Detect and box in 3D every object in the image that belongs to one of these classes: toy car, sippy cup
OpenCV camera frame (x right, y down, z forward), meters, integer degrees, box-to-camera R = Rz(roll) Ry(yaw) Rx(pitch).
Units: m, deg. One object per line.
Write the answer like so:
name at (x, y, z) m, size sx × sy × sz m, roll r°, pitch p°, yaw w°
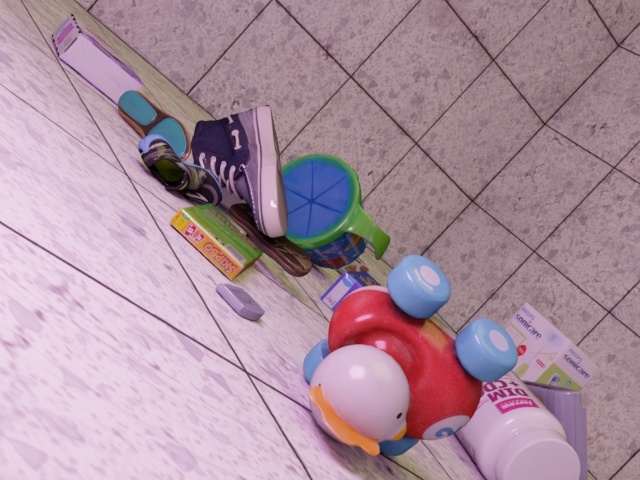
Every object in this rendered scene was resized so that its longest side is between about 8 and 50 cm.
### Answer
toy car at (0.072, 0.178, 1.062) m, size 0.210 × 0.219 × 0.238 m, roll 44°, pitch 34°, yaw 0°
sippy cup at (0.008, -0.049, 2.162) m, size 0.305 × 0.240 × 0.224 m, roll 66°, pitch 5°, yaw 31°

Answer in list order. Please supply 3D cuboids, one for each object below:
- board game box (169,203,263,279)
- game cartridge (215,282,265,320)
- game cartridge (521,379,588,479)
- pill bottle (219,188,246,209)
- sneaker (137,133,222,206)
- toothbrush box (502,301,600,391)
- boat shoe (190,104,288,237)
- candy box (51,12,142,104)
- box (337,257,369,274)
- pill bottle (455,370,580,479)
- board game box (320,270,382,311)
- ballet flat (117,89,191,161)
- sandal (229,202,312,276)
board game box at (-0.155, -0.004, 1.445) m, size 0.124 × 0.039 × 0.259 m, roll 43°, pitch 8°, yaw 0°
game cartridge at (-0.104, 0.082, 1.227) m, size 0.056 × 0.017 × 0.083 m, roll 41°, pitch 4°, yaw 19°
game cartridge at (0.415, 0.371, 1.755) m, size 0.062 × 0.198 × 0.297 m, roll 5°, pitch -5°, yaw -11°
pill bottle at (-0.162, -0.121, 1.894) m, size 0.121 × 0.121 × 0.216 m, roll 42°, pitch 5°, yaw -7°
sneaker at (-0.238, -0.103, 1.564) m, size 0.188 × 0.067 × 0.078 m, roll 40°, pitch 26°, yaw -45°
toothbrush box at (0.448, 0.313, 2.081) m, size 0.122 × 0.283 × 0.206 m, roll 41°, pitch 6°, yaw -27°
boat shoe at (-0.150, -0.116, 1.677) m, size 0.340 × 0.158 × 0.127 m, roll -99°, pitch 178°, yaw -52°
candy box at (-0.472, -0.380, 1.944) m, size 0.165 × 0.070 × 0.196 m, roll 40°, pitch 6°, yaw -32°
box at (0.000, 0.000, 2.483) m, size 0.324 × 0.063 × 0.067 m, roll 40°, pitch 4°, yaw -29°
pill bottle at (0.333, 0.341, 1.628) m, size 0.160 × 0.160 × 0.283 m, roll 41°, pitch 5°, yaw -20°
board game box at (0.135, 0.172, 1.990) m, size 0.233 × 0.078 × 0.347 m, roll 43°, pitch 5°, yaw 9°
ballet flat at (-0.309, -0.211, 1.789) m, size 0.232 × 0.080 × 0.073 m, roll 47°, pitch -7°, yaw 32°
sandal at (-0.097, 0.004, 1.656) m, size 0.090 × 0.060 × 0.219 m, roll -4°, pitch 39°, yaw -48°
